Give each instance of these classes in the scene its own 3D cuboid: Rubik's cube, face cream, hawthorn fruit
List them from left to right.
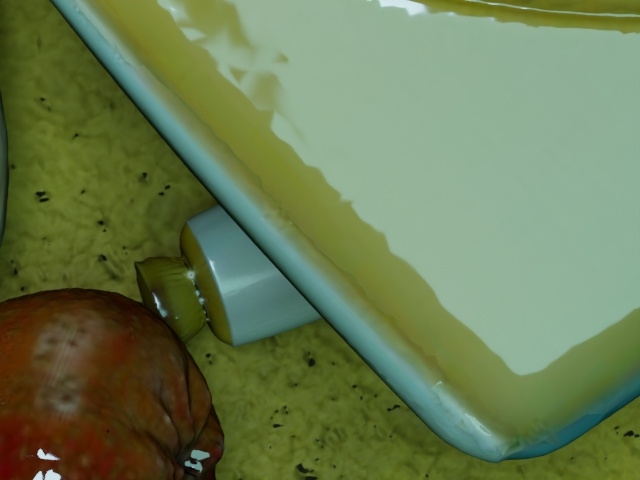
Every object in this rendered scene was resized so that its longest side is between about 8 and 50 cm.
[{"bbox_3d":[-0.144,0.116,0.827,0.200,0.179,0.179,-11,107,21],"label":"hawthorn fruit"},{"bbox_3d":[0.000,0.000,0.893,0.182,0.051,0.072,-22,105,-11],"label":"face cream"},{"bbox_3d":[0.072,-0.159,0.690,0.352,0.351,0.347,-40,95,4],"label":"Rubik's cube"}]

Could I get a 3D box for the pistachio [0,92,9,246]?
[{"bbox_3d":[-0.197,-0.061,0.777,0.126,0.152,0.223,8,126,17],"label":"pistachio"}]
